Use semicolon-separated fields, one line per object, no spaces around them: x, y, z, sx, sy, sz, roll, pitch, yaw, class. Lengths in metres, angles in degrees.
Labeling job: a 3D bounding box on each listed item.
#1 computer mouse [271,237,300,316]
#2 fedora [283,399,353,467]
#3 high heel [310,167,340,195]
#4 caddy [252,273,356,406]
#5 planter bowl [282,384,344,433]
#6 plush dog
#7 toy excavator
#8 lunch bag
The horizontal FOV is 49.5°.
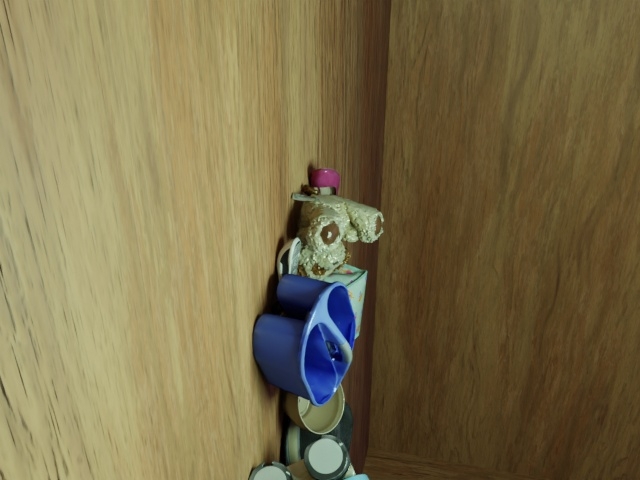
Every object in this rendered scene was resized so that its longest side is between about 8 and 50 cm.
-0.083;0.080;1.630;0.106;0.042;0.193;-43;144;-66;computer mouse
0.005;0.554;1.997;0.334;0.152;0.334;4;90;-73;fedora
0.010;-0.108;1.874;0.244;0.082;0.117;104;-13;-72;high heel
-0.011;0.229;1.586;0.241;0.179;0.341;-61;154;-29;caddy
-0.031;0.424;1.832;0.162;0.109;0.162;10;75;-41;planter bowl
0.000;0.000;1.752;0.262;0.211;0.225;-13;128;-49;plush dog
-0.036;0.738;1.587;0.222;0.433;0.445;79;-15;-58;toy excavator
0.007;0.199;1.862;0.262;0.160;0.223;-32;134;-55;lunch bag
